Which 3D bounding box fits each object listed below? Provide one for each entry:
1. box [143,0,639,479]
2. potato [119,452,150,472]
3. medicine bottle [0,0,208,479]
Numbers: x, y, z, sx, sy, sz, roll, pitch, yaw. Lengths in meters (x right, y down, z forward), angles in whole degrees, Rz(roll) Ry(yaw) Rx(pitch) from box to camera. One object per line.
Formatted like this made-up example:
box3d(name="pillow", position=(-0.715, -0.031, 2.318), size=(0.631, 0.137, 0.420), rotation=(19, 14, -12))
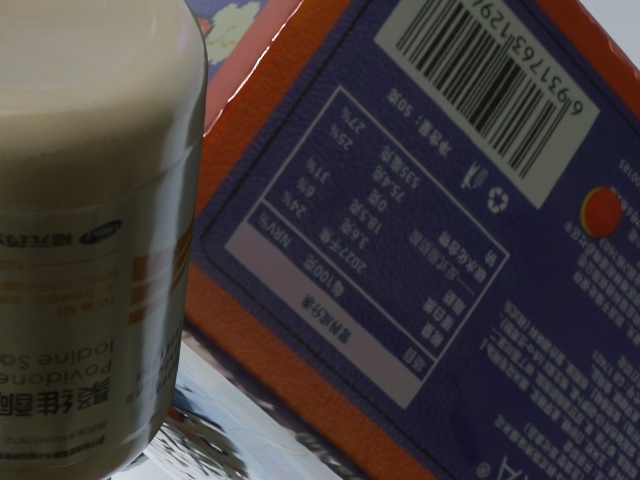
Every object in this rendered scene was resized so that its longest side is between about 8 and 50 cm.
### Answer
box3d(name="box", position=(0.000, 0.000, 1.031), size=(0.348, 0.318, 0.257), rotation=(44, -108, -32))
box3d(name="potato", position=(-0.189, 0.096, 1.651), size=(0.160, 0.272, 0.111), rotation=(-17, -46, -15))
box3d(name="medicine bottle", position=(-0.103, 0.026, 0.676), size=(0.114, 0.114, 0.252), rotation=(-1, -48, -12))
